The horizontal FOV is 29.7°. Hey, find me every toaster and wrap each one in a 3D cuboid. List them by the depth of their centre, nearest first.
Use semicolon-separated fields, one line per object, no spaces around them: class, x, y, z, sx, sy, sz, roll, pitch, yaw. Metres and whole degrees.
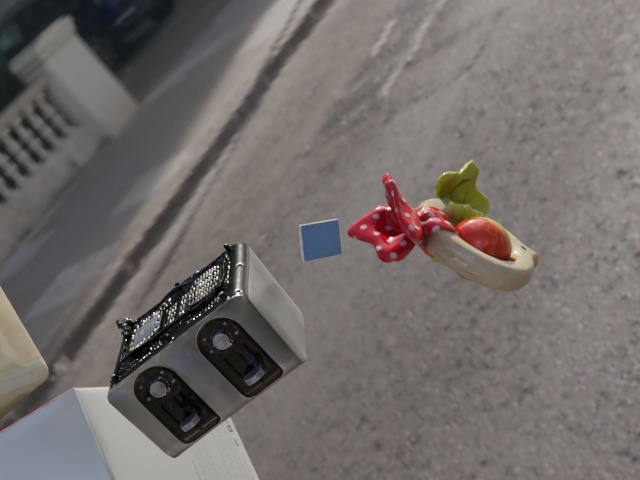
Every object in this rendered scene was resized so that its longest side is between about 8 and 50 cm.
toaster;-0.111;0.101;1.173;0.168;0.110;0.186;-37;17;9

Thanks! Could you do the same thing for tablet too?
tablet;0.000;0.000;1.737;0.006;0.054;0.083;-2;6;43

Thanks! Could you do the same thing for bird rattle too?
bird rattle;0.170;-0.013;1.481;0.143;0.207;0.253;-60;-18;13

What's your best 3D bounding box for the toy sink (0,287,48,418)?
toy sink;-0.329;0.112;0.817;0.234;0.131;0.153;-38;-10;32

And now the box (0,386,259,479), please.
box;-0.258;0.300;1.494;0.215;0.168;0.345;-31;-16;16
